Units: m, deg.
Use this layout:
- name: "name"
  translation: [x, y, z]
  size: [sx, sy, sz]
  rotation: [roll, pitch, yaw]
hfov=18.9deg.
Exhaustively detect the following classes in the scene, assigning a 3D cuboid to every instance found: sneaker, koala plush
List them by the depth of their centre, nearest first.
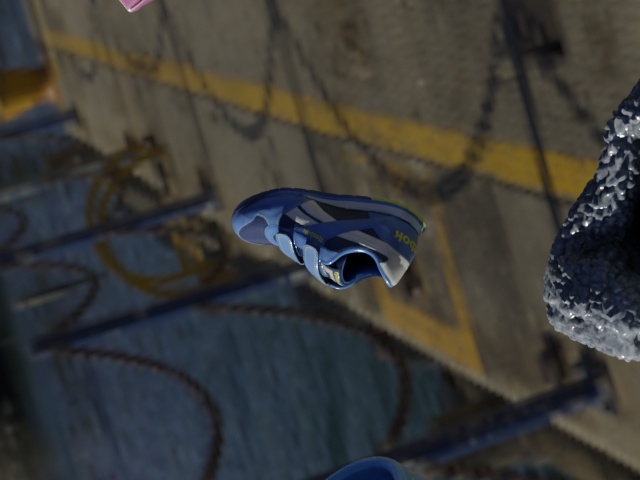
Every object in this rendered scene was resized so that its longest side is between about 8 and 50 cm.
- name: "koala plush"
  translation: [0.268, 0.000, 1.005]
  size: [0.221, 0.196, 0.203]
  rotation: [40, 128, 36]
- name: "sneaker"
  translation: [0.000, 0.000, 1.356]
  size: [0.053, 0.144, 0.059]
  rotation: [51, -131, -57]

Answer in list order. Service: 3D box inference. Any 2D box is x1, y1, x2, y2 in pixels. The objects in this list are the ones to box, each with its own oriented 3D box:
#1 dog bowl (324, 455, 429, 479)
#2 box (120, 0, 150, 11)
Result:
- name: "dog bowl"
  translation: [0.002, 0.287, 1.452]
  size: [0.074, 0.297, 0.166]
  rotation: [46, 147, -21]
- name: "box"
  translation: [-0.158, -0.330, 1.568]
  size: [0.243, 0.117, 0.213]
  rotation: [51, -160, -5]
